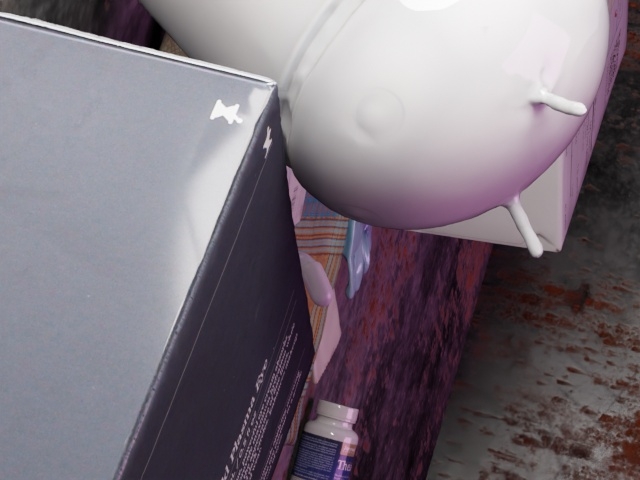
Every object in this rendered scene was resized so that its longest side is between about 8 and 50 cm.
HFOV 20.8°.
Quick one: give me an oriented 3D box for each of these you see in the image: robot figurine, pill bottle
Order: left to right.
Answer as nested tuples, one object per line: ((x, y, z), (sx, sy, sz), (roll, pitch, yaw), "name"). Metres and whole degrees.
((0.007, 0.250, 2.053), (0.067, 0.067, 0.120), (30, 75, -78), "pill bottle")
((0.019, -0.147, 0.971), (0.199, 0.353, 0.300), (-35, 154, -12), "robot figurine")

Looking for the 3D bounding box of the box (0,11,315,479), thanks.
((-0.144, 0.115, 0.918), (0.312, 0.178, 0.343), (85, 22, -60), "box")

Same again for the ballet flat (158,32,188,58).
((-0.100, -0.074, 1.207), (0.052, 0.057, 0.168), (-38, 141, -56), "ballet flat")

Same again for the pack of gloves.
((0.000, 0.000, 1.832), (0.195, 0.046, 0.232), (-60, 153, -43), "pack of gloves")

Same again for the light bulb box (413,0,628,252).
((0.188, -0.245, 1.846), (0.361, 0.225, 0.358), (-66, 158, -43), "light bulb box")

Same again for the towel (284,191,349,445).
((-0.030, 0.029, 1.626), (0.271, 0.040, 0.370), (-6, 110, -70), "towel")

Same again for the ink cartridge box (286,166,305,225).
((-0.060, -0.055, 1.381), (0.198, 0.067, 0.115), (-41, 144, -72), "ink cartridge box")

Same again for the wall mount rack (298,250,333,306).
((-0.020, 0.173, 1.340), (0.350, 0.130, 0.304), (131, -56, -79), "wall mount rack")
